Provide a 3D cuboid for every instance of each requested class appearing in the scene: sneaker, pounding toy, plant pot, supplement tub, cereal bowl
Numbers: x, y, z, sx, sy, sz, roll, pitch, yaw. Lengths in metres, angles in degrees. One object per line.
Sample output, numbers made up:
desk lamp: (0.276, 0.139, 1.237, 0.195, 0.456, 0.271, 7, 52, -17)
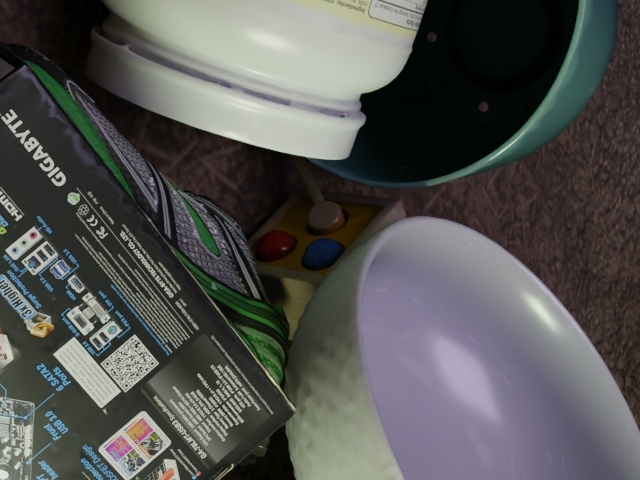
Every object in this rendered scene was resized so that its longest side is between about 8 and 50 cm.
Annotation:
sneaker: (-0.138, 0.003, 0.908, 0.344, 0.134, 0.146, 58, 30, -31)
pounding toy: (0.000, 0.000, 1.060, 0.141, 0.130, 0.100, -48, 131, -35)
plant pot: (0.116, -0.190, 1.084, 0.235, 0.293, 0.293, -4, 92, -61)
supplement tub: (-0.023, -0.241, 0.891, 0.235, 0.235, 0.325, 5, 108, -49)
cereal bowl: (0.095, 0.160, 0.931, 0.339, 0.141, 0.339, 34, 37, -30)

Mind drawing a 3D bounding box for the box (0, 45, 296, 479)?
box: (-0.206, 0.091, 0.752, 0.293, 0.073, 0.296, -40, 122, -8)
